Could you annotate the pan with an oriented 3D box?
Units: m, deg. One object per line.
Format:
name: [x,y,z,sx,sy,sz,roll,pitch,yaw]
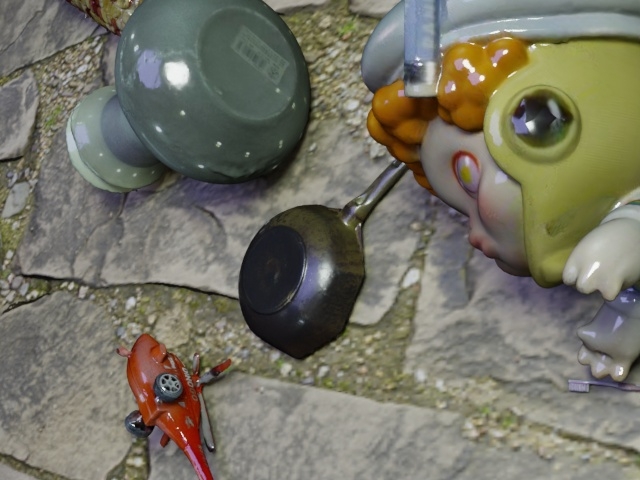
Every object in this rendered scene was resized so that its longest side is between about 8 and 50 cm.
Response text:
pan: [-0.010,-0.005,0.953,0.128,0.048,0.202,22,90,47]

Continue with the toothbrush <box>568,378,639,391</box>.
toothbrush: [0.204,0.097,0.739,0.097,0.006,0.008,-2,86,43]

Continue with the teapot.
teapot: [-0.134,-0.124,1.040,0.251,0.183,0.184,-17,63,51]

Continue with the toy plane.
toy plane: [-0.123,0.168,0.986,0.126,0.077,0.194,-30,65,43]

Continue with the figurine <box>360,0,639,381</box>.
figurine: [0.196,-0.028,0.715,0.205,0.224,0.382,-38,74,0]

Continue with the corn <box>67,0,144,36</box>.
corn: [-0.236,-0.291,1.246,0.290,0.098,0.098,41,104,40]
